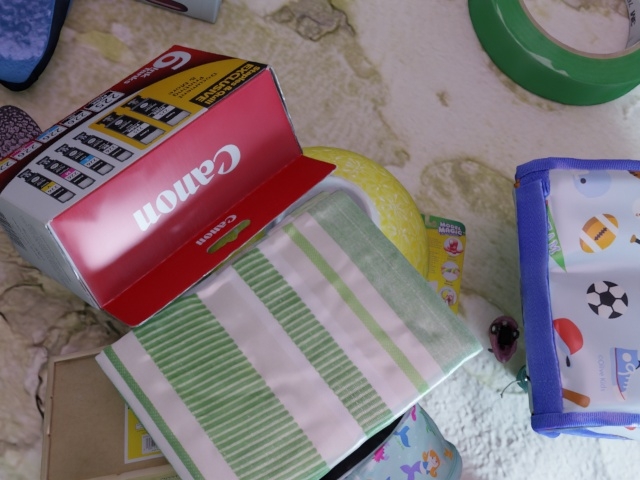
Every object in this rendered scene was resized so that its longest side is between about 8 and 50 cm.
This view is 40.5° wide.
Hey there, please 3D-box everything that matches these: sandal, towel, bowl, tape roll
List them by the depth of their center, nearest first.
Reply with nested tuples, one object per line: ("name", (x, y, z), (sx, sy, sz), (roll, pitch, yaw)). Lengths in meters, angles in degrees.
("towel", (-0.035, 0.117, 0.903), (0.325, 0.038, 0.248), (-36, 73, -14))
("bowl", (0.000, 0.000, 1.050), (0.290, 0.156, 0.289), (1, 72, -2))
("sandal", (-0.356, -0.085, 1.087), (0.067, 0.040, 0.179), (-35, 99, -15))
("tape roll", (0.385, -0.364, 1.307), (0.321, 0.077, 0.321), (3, 74, -12))

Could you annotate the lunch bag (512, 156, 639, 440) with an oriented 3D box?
("lunch bag", (0.394, 0.084, 1.072), (0.385, 0.239, 0.327), (9, 71, -31))

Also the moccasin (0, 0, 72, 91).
("moccasin", (-0.376, -0.357, 1.115), (0.138, 0.117, 0.342), (17, 75, -12))

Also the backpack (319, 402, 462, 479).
("backpack", (0.035, 0.284, 0.961), (0.253, 0.225, 0.191), (-44, 96, -17))

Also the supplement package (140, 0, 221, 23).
("supplement package", (-0.168, -0.445, 1.109), (0.145, 0.262, 0.204), (15, 72, -7))

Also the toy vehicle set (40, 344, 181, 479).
("toy vehicle set", (-0.177, 0.186, 0.966), (0.267, 0.035, 0.166), (-12, 55, 7))

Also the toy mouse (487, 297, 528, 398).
("toy mouse", (0.265, 0.151, 1.149), (0.161, 0.031, 0.143), (37, 68, -11))

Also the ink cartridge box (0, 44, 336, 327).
("ink cartridge box", (-0.184, -0.078, 0.978), (0.309, 0.272, 0.130), (-41, 129, -25))

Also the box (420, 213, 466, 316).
("box", (0.132, 0.052, 1.148), (0.105, 0.043, 0.179), (13, 74, -7))
